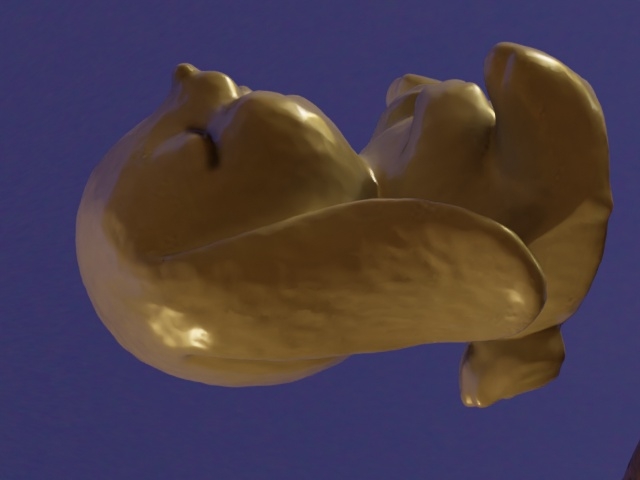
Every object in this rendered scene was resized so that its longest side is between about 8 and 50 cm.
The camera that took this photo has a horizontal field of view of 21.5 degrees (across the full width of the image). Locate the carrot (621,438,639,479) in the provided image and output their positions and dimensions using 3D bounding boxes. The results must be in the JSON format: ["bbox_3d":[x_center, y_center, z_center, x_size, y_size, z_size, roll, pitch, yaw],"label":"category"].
[{"bbox_3d":[0.320,0.216,1.476,0.114,0.302,0.114,9,-135,-9],"label":"carrot"}]

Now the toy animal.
[{"bbox_3d":[0.000,0.000,0.928,0.265,0.271,0.206,-6,-86,-19],"label":"toy animal"}]
